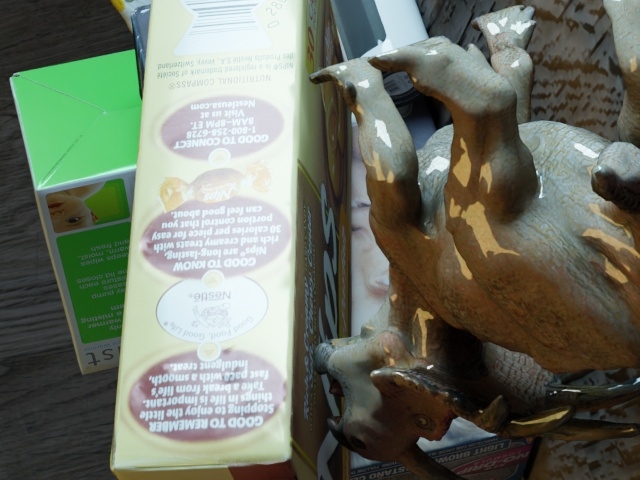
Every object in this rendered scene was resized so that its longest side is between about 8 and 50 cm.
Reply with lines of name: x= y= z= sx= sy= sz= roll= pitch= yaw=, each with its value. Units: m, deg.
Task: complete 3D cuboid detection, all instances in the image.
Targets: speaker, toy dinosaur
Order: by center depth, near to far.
toy dinosaur: x=0.089 y=0.010 z=0.631 sx=0.295 sy=0.127 sz=0.200 roll=1 pitch=109 yaw=71
speaker: x=0.030 y=-0.151 z=1.014 sx=0.055 sy=0.055 sz=0.136 roll=91 pitch=165 yaw=-60

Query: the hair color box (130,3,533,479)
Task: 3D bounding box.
hair color box: x=0.000 y=0.000 z=1.026 sx=0.105 sy=0.174 sz=0.347 roll=93 pitch=162 yaw=-61

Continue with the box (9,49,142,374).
box: x=-0.083 y=-0.036 z=1.247 sx=0.231 sy=0.262 sz=0.127 roll=88 pitch=167 yaw=-50

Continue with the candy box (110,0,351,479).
candy box: x=-0.035 y=0.006 z=0.850 sx=0.183 sy=0.087 sz=0.316 roll=72 pitch=-163 yaw=-58

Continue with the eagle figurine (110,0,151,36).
eagle figurine: x=-0.090 y=-0.183 z=1.385 sx=0.226 sy=0.298 sz=0.225 roll=41 pitch=-176 yaw=28
